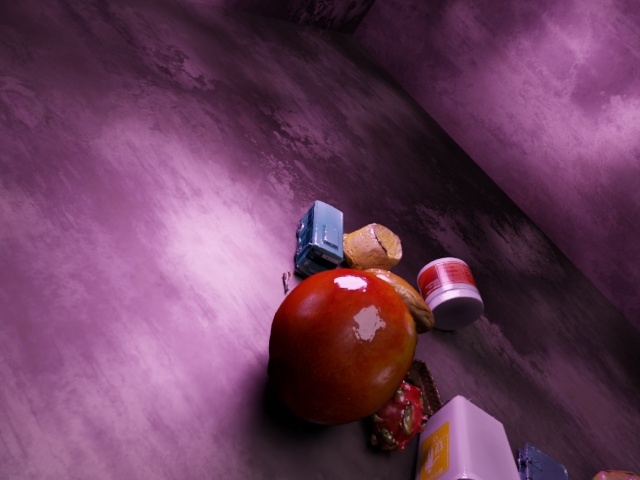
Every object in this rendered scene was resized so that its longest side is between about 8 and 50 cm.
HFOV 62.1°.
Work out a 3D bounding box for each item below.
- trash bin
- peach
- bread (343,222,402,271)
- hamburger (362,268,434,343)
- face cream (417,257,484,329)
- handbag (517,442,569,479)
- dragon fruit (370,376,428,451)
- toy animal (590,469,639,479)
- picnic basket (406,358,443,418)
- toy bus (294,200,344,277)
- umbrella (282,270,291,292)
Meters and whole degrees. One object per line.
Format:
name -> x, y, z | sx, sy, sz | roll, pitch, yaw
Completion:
trash bin -> 0.384, 0.611, 1.335 | 0.296, 0.255, 0.367 | 34, 26, -7
peach -> 0.042, 0.260, 1.290 | 0.388, 0.388, 0.388 | 26, 36, -21
bread -> 0.173, 0.033, 1.840 | 0.197, 0.170, 0.197 | 36, 34, -29
hamburger -> 0.188, 0.192, 1.576 | 0.319, 0.318, 0.158 | 39, 75, -2
face cream -> 0.461, 0.190, 1.906 | 0.201, 0.201, 0.187 | 21, 39, -26
handbag -> 0.663, 0.745, 1.598 | 0.179, 0.062, 0.229 | 34, 34, -3
dragon fruit -> 0.199, 0.458, 1.392 | 0.172, 0.160, 0.166 | -85, 161, -47
toy animal -> 0.903, 0.831, 1.620 | 0.338, 0.216, 0.191 | -8, 92, -54
picnic basket -> 0.296, 0.446, 1.584 | 0.110, 0.055, 0.193 | 17, 40, -29
toy bus -> 0.000, 0.000, 1.730 | 0.128, 0.147, 0.256 | 26, 35, -18
umbrella -> -0.101, 0.122, 1.601 | 0.083, 0.031, 0.020 | -89, 153, -47
